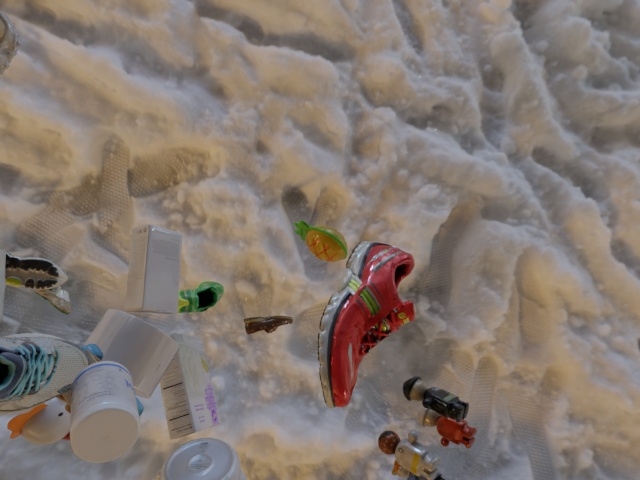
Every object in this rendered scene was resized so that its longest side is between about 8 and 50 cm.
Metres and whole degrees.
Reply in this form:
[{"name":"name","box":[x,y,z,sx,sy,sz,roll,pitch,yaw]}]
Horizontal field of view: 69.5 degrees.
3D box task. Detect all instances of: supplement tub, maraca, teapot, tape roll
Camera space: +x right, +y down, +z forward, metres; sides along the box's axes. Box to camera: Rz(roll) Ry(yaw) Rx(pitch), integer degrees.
[{"name":"supplement tub","box":[-0.251,0.195,0.536,0.071,0.107,0.070,-9,110,-25]},{"name":"maraca","box":[0.000,0.000,1.376,0.186,0.127,0.099,28,59,16]},{"name":"teapot","box":[-0.362,0.746,1.396,0.253,0.256,0.187,-22,119,-46]},{"name":"tape roll","box":[-0.570,0.338,1.366,0.246,0.246,0.169,29,60,-4]}]

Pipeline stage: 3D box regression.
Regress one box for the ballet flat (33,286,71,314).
[{"name":"ballet flat","box":[-0.949,0.198,1.651,0.206,0.073,0.067,22,69,26]}]

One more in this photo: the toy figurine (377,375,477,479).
[{"name":"toy figurine","box":[0.232,0.436,1.025,0.148,0.213,0.209,17,59,39]}]

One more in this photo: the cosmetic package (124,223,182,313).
[{"name":"cosmetic package","box":[-0.451,0.082,1.255,0.117,0.086,0.231,22,63,-52]}]

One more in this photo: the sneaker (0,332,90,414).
[{"name":"sneaker","box":[-0.397,0.170,0.571,0.122,0.283,0.110,-3,77,23]}]

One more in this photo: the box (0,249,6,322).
[{"name":"box","box":[-0.680,0.071,0.767,0.127,0.232,0.148,-23,64,16]}]

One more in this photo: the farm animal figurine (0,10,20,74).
[{"name":"farm animal figurine","box":[-0.619,-0.212,0.601,0.330,0.172,0.326,17,102,-35]}]

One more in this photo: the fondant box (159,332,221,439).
[{"name":"fondant box","box":[-0.467,0.501,1.617,0.096,0.238,0.330,-18,73,3]}]

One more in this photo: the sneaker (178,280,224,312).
[{"name":"sneaker","box":[-0.421,0.215,1.684,0.124,0.295,0.109,0,94,14]}]

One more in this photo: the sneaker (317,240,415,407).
[{"name":"sneaker","box":[0.075,0.110,0.672,0.119,0.107,0.279,10,53,19]}]

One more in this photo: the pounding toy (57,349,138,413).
[{"name":"pounding toy","box":[-0.411,0.263,0.797,0.100,0.141,0.130,-39,72,-24]}]

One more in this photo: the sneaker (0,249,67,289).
[{"name":"sneaker","box":[-0.841,0.082,1.261,0.276,0.110,0.107,15,84,-9]}]

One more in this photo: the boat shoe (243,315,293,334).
[{"name":"boat shoe","box":[-0.180,0.295,1.610,0.178,0.064,0.060,0,78,-26]}]

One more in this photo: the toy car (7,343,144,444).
[{"name":"toy car","box":[-0.578,0.378,1.045,0.219,0.238,0.210,43,93,17]}]
